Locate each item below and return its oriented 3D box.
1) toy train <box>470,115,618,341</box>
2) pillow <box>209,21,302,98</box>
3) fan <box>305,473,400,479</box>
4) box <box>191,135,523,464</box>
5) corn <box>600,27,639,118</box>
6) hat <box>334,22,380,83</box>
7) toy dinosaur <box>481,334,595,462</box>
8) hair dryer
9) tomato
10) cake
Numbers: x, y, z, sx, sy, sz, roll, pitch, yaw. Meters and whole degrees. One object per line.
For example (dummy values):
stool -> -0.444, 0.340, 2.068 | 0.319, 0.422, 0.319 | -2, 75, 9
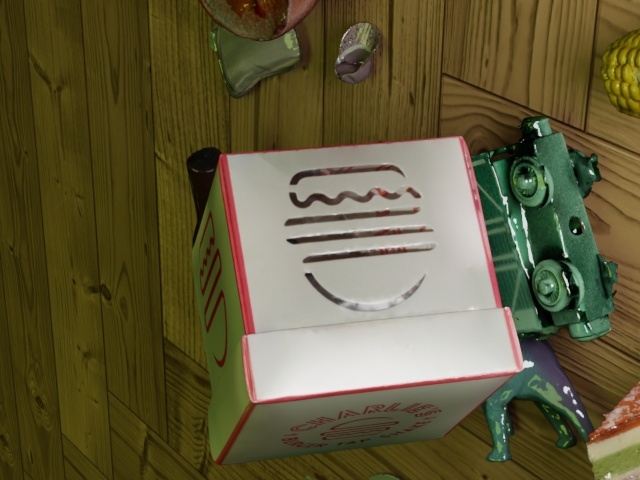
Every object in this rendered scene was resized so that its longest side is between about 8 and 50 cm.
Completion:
toy train -> 0.258, -0.008, 1.607 | 0.154, 0.115, 0.269 | -15, 93, 57
pillow -> -0.101, -0.297, 2.071 | 0.233, 0.038, 0.130 | -18, 87, 56
fan -> 0.081, 0.434, 2.177 | 0.329, 0.009, 0.190 | 18, 121, 48
box -> 0.023, 0.078, 1.638 | 0.312, 0.314, 0.300 | 117, 146, -65
corn -> 0.415, -0.169, 1.302 | 0.363, 0.120, 0.120 | 7, 111, 56
hat -> 0.057, -0.252, 1.868 | 0.058, 0.042, 0.087 | 34, 98, 34
toy dinosaur -> 0.223, 0.103, 1.748 | 0.383, 0.129, 0.331 | 4, 99, 54
hair dryer -> -0.065, 0.037, 2.102 | 0.340, 0.123, 0.312 | 29, 146, 31
tomato -> -0.080, -0.445, 1.871 | 0.338, 0.144, 0.338 | 37, 138, 44
cake -> 0.388, 0.186, 1.431 | 0.117, 0.220, 0.086 | 4, 121, 46
